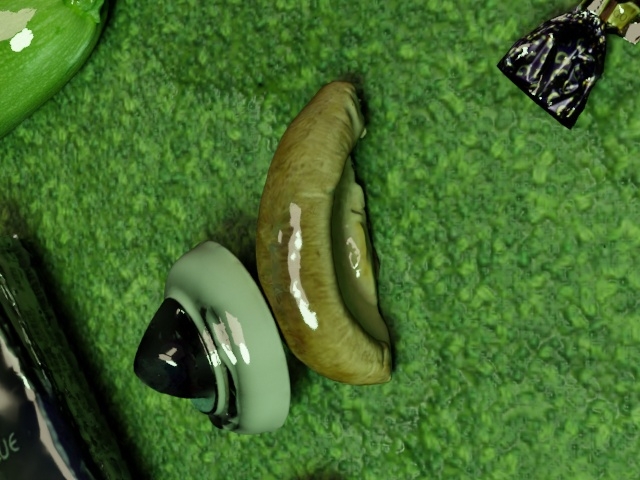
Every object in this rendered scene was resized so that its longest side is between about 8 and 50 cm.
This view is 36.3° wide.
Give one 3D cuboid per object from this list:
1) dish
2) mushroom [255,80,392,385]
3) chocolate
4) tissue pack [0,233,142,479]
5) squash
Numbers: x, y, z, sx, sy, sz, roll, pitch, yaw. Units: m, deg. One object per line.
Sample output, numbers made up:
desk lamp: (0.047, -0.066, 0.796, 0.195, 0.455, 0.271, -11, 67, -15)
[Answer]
dish: (-0.088, 0.078, 0.665, 0.141, 0.078, 0.141, 40, 140, 44)
mushroom: (-0.002, -0.001, 0.653, 0.072, 0.094, 0.210, -8, 92, 24)
chocolate: (0.177, -0.135, 0.579, 0.147, 0.070, 0.072, -41, 63, 12)
tissue pack: (-0.282, 0.181, 0.768, 0.245, 0.123, 0.332, -32, 76, 11)
squash: (-0.311, -0.113, 0.799, 0.395, 0.107, 0.107, -29, 78, 24)
